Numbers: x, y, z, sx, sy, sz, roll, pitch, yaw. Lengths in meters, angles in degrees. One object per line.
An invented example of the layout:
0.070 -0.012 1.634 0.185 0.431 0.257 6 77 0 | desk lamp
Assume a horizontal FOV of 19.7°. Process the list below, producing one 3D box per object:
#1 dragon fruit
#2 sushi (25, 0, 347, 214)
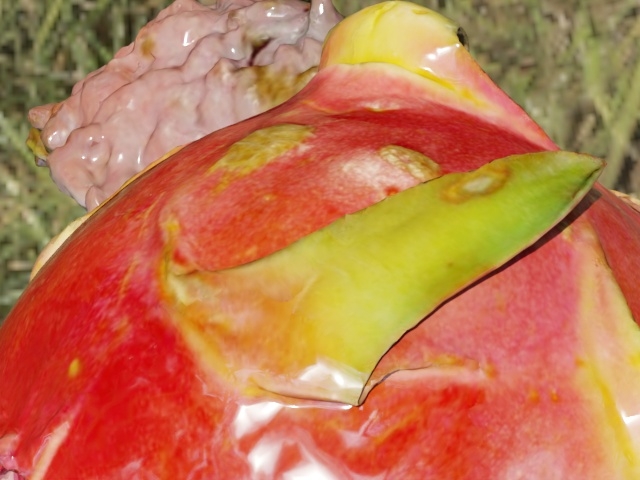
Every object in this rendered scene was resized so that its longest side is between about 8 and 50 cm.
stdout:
0.017 0.060 0.516 0.227 0.224 0.224 -32 159 -23 | dragon fruit
0.000 0.000 0.906 0.171 0.236 0.270 -40 154 2 | sushi
